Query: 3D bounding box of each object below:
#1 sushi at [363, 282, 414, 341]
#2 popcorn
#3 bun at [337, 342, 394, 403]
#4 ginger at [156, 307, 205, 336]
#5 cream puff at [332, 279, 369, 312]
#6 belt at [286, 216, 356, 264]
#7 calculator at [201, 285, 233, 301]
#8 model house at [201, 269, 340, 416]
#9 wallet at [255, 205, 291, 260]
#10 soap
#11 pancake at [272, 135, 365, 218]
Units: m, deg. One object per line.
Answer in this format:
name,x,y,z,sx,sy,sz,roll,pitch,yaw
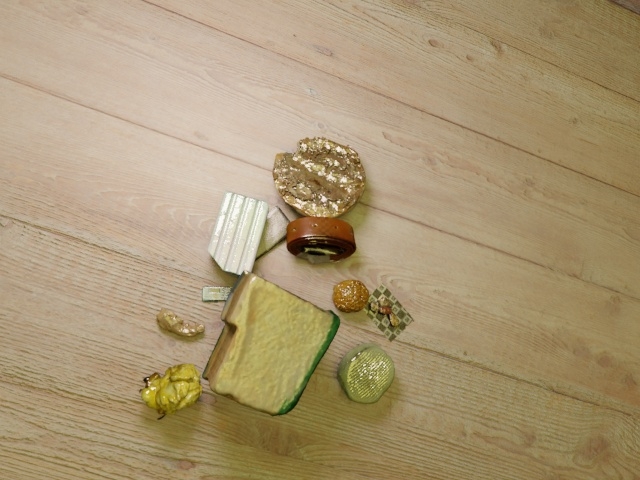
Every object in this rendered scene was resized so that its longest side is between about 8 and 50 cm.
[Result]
sushi,0.267,0.283,1.759,0.139,0.031,0.201,-42,90,-17
popcorn,-0.490,0.502,1.485,0.195,0.168,0.173,-24,122,-5
bun,0.161,0.489,1.659,0.221,0.108,0.221,2,84,-19
ginger,-0.498,0.298,1.583,0.173,0.051,0.069,25,81,-12
cream puff,0.119,0.210,1.703,0.144,0.103,0.126,-2,78,-19
belt,0.000,0.000,1.674,0.261,0.184,0.105,8,55,-20
calculator,-0.348,0.197,1.649,0.172,0.018,0.057,3,77,-11
model house,-0.191,0.339,1.500,0.334,0.342,0.382,29,77,-14
wallet,-0.221,-0.017,1.712,0.244,0.025,0.124,-39,87,-16
soap,-0.302,-0.020,1.634,0.173,0.095,0.289,15,76,-8
pancake,-0.003,-0.255,1.740,0.382,0.071,0.382,4,60,-6
